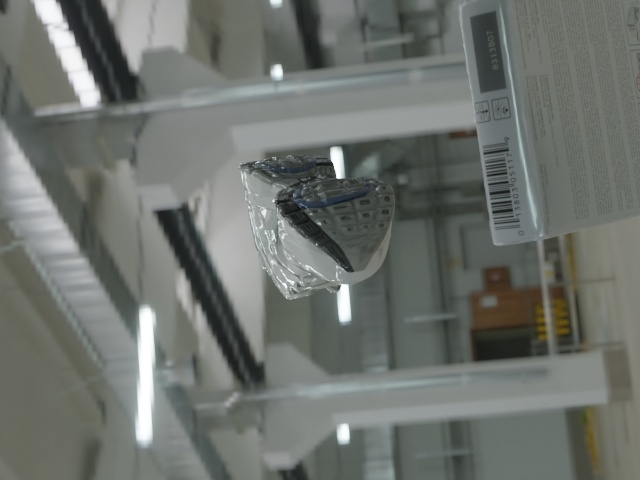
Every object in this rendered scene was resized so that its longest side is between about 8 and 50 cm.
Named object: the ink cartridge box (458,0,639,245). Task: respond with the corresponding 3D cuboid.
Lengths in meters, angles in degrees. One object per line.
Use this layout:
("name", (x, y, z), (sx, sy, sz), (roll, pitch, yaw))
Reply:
("ink cartridge box", (0.214, -0.104, 1.087), (0.232, 0.066, 0.189), (-11, -87, -47))

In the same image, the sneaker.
("sneaker", (0.000, 0.000, 1.282), (0.297, 0.111, 0.129), (-136, 42, -72))
